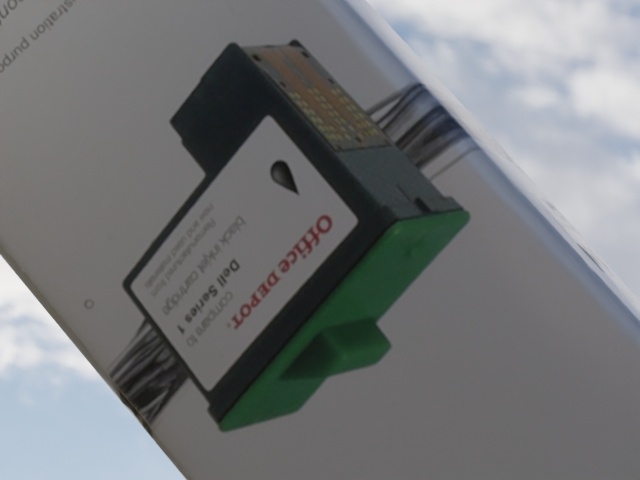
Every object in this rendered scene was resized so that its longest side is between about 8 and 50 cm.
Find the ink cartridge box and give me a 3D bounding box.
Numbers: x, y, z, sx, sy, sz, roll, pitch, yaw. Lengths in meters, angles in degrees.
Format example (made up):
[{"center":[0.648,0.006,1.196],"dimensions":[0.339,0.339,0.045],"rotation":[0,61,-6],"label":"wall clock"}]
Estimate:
[{"center":[0.000,0.000,0.418],"dimensions":[0.219,0.092,0.160],"rotation":[48,6,13],"label":"ink cartridge box"}]
